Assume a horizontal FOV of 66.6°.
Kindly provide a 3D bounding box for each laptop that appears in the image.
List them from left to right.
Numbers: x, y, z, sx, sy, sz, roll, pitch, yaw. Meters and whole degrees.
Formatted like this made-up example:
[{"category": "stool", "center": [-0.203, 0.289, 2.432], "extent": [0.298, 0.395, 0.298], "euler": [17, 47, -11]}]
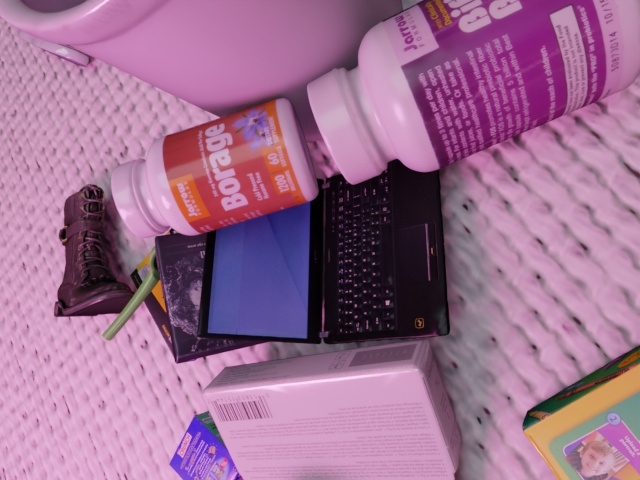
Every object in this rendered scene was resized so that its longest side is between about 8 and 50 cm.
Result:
[{"category": "laptop", "center": [0.000, 0.000, 0.588], "extent": [0.264, 0.136, 0.234], "euler": [-12, 68, 34]}]

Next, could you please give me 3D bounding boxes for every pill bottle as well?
[{"category": "pill bottle", "center": [-0.120, -0.076, 0.566], "extent": [0.216, 0.121, 0.121], "euler": [-17, 75, 5]}, {"category": "pill bottle", "center": [0.145, -0.175, 0.514], "extent": [0.301, 0.169, 0.169], "euler": [-23, 74, 14]}]

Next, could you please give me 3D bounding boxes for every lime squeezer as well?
[{"category": "lime squeezer", "center": [-0.241, -0.003, 0.725], "extent": [0.109, 0.059, 0.310], "euler": [5, 70, 13]}]

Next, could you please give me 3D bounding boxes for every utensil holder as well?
[{"category": "utensil holder", "center": [-0.109, -0.312, 0.567], "extent": [0.327, 0.385, 0.328], "euler": [-3, 83, 27]}]

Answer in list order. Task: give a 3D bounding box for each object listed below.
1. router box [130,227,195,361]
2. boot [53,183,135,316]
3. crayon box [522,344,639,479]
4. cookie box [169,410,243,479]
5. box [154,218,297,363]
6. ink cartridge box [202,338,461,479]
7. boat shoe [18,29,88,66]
[{"category": "router box", "center": [-0.211, 0.080, 0.765], "extent": [0.133, 0.046, 0.179], "euler": [-46, 65, 16]}, {"category": "boot", "center": [-0.398, 0.014, 0.834], "extent": [0.263, 0.091, 0.229], "euler": [-11, 77, 42]}, {"category": "crayon box", "center": [0.340, 0.243, 0.432], "extent": [0.165, 0.081, 0.278], "euler": [-40, 68, 18]}, {"category": "cookie box", "center": [-0.158, 0.321, 0.712], "extent": [0.107, 0.040, 0.092], "euler": [33, 100, 27]}, {"category": "box", "center": [-0.129, 0.067, 0.653], "extent": [0.093, 0.156, 0.158], "euler": [133, 124, -66]}, {"category": "ink cartridge box", "center": [0.026, 0.269, 0.607], "extent": [0.296, 0.066, 0.261], "euler": [-14, 103, 26]}, {"category": "boat shoe", "center": [-0.536, -0.417, 0.988], "extent": [0.228, 0.080, 0.076], "euler": [31, 100, 35]}]
